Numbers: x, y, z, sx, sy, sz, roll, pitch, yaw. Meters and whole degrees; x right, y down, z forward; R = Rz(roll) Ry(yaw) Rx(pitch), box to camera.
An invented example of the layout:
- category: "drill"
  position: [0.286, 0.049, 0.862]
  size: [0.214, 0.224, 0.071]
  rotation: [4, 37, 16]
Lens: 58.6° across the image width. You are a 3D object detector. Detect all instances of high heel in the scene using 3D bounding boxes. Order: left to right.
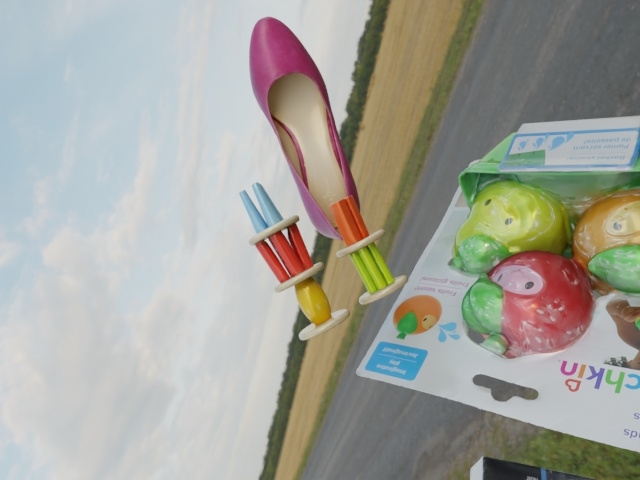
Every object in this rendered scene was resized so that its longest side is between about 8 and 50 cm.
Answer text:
- category: "high heel"
  position: [-0.016, -0.117, 0.616]
  size: [0.117, 0.082, 0.244]
  rotation: [-120, 15, -68]

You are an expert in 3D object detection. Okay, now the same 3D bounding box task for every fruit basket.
- category: "fruit basket"
  position: [0.239, 0.019, 0.579]
  size: [0.353, 0.327, 0.165]
  rotation: [-49, -52, -33]

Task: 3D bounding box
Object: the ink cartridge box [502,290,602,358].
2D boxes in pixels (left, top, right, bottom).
- category: "ink cartridge box"
  position: [0.415, 0.100, 0.913]
  size: [0.306, 0.226, 0.131]
  rotation: [135, 113, -77]

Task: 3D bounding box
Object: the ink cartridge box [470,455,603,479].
- category: "ink cartridge box"
  position: [0.254, 0.431, 0.647]
  size: [0.065, 0.165, 0.332]
  rotation: [98, -177, -53]

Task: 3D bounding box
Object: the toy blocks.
- category: "toy blocks"
  position: [0.000, 0.000, 0.537]
  size: [0.148, 0.123, 0.054]
  rotation: [62, 160, -1]
